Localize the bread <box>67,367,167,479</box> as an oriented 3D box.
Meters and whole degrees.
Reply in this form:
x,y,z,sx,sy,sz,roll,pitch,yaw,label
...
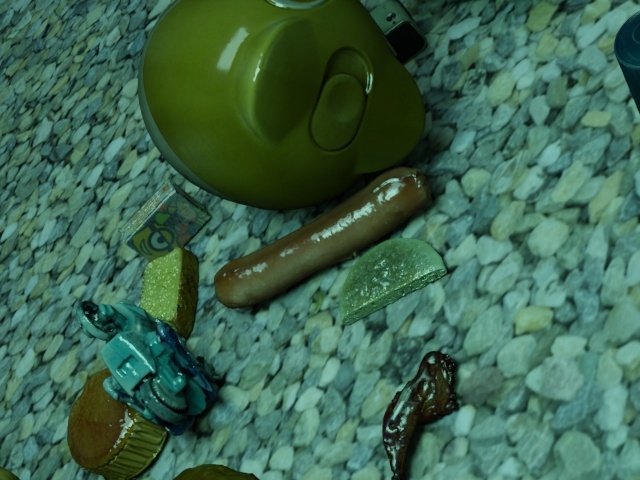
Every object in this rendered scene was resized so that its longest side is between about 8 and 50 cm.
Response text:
x,y,z,sx,sy,sz,roll,pitch,yaw,label
-0.359,0.315,1.607,0.199,0.104,0.199,-22,51,30,bread

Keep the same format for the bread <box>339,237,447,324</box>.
x,y,z,sx,sy,sz,roll,pitch,yaw,label
0.102,0.046,1.462,0.193,0.036,0.112,-29,46,21,bread

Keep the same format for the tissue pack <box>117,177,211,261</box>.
x,y,z,sx,sy,sz,roll,pitch,yaw,label
-0.303,-0.033,1.794,0.148,0.109,0.060,-46,40,6,tissue pack

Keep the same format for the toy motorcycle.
x,y,z,sx,sy,sz,roll,pitch,yaw,label
-0.286,0.197,1.536,0.154,0.206,0.260,-45,78,13,toy motorcycle

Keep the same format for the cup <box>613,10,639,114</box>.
x,y,z,sx,sy,sz,roll,pitch,yaw,label
0.493,-0.250,1.255,0.176,0.155,0.131,-50,44,3,cup

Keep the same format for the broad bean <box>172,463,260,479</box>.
x,y,z,sx,sy,sz,roll,pitch,yaw,label
-0.146,0.413,1.356,0.229,0.122,0.156,4,90,48,broad bean

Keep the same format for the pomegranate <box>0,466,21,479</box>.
x,y,z,sx,sy,sz,roll,pitch,yaw,label
-0.631,0.493,1.631,0.215,0.215,0.215,-21,51,28,pomegranate

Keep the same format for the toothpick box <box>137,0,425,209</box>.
x,y,z,sx,sy,sz,roll,pitch,yaw,label
-0.074,-0.254,1.528,0.425,0.409,0.408,22,77,54,toothpick box

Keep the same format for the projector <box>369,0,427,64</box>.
x,y,z,sx,sy,sz,roll,pitch,yaw,label
0.136,-0.381,1.689,0.083,0.083,0.082,-37,45,15,projector

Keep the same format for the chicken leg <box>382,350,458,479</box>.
x,y,z,sx,sy,sz,roll,pitch,yaw,label
0.131,0.250,1.294,0.093,0.053,0.205,28,85,32,chicken leg

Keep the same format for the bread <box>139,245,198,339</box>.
x,y,z,sx,sy,sz,roll,pitch,yaw,label
-0.282,0.100,1.725,0.103,0.065,0.187,-15,55,25,bread

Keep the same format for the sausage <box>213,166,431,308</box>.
x,y,z,sx,sy,sz,roll,pitch,yaw,label
0.000,0.000,1.535,0.419,0.094,0.094,-30,26,19,sausage
